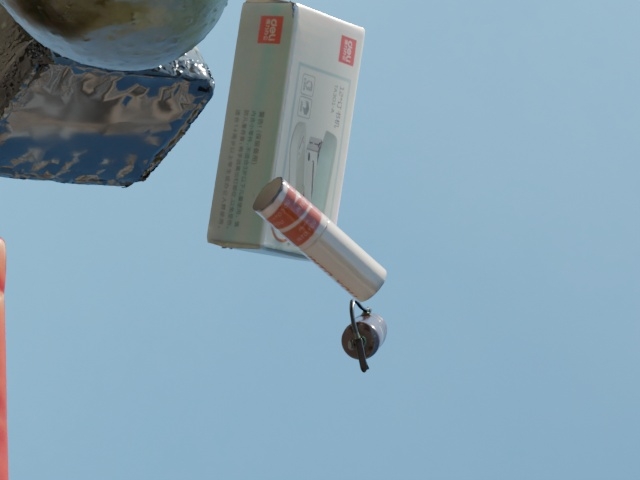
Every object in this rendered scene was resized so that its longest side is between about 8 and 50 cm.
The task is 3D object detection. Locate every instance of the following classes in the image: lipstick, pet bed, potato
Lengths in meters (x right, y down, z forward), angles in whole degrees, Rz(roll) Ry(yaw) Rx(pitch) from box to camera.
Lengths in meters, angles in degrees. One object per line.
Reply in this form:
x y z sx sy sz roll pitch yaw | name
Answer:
0.000 0.000 1.605 0.038 0.130 0.038 -40 -157 21 | lipstick
-0.228 -0.158 1.669 0.183 0.211 0.159 -50 -128 37 | pet bed
-0.127 -0.198 1.079 0.248 0.169 0.143 83 29 -56 | potato

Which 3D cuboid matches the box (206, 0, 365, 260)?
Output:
-0.036 -0.115 1.965 0.079 0.135 0.269 6 -94 36 | box

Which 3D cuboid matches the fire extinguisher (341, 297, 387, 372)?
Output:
0.046 0.100 2.064 0.157 0.045 0.078 -24 99 -82 | fire extinguisher

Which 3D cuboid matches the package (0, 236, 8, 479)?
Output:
-0.288 0.104 1.087 0.123 0.196 0.424 -23 -125 28 | package
